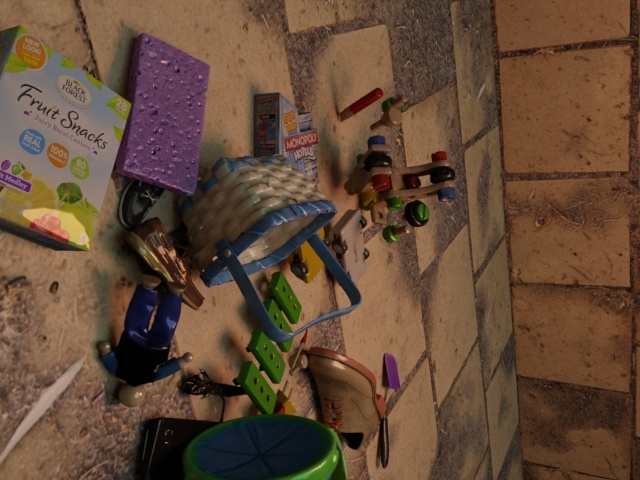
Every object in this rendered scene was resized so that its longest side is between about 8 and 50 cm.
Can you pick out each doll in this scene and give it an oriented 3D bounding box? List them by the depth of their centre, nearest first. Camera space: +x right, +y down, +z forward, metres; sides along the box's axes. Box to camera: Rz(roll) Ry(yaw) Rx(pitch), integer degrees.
[{"bbox_3d":[-0.240,0.148,0.895,0.129,0.046,0.189,17,97,-19],"label":"doll"}]

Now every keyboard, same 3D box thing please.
[{"bbox_3d":[-0.178,0.326,1.077,0.317,0.033,0.201,34,64,-57],"label":"keyboard"}]

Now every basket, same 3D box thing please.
[{"bbox_3d":[-0.069,0.011,1.019,0.289,0.201,0.255,54,27,15],"label":"basket"}]

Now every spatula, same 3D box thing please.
[{"bbox_3d":[0.182,0.452,1.705,0.084,0.030,0.296,25,70,-60],"label":"spatula"}]

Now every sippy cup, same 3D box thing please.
[{"bbox_3d":[-0.085,0.416,0.980,0.240,0.305,0.224,-150,-125,-74],"label":"sippy cup"}]

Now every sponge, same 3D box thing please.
[{"bbox_3d":[-0.223,-0.178,0.918,0.117,0.031,0.210,18,71,-43],"label":"sponge"}]

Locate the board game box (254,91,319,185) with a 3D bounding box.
[{"bbox_3d":[-0.061,-0.186,1.218,0.194,0.060,0.194,-30,118,-56],"label":"board game box"}]

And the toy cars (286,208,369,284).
[{"bbox_3d":[0.000,0.000,1.314,0.394,0.087,0.176,19,90,-63],"label":"toy cars"}]

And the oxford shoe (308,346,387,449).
[{"bbox_3d":[0.054,0.351,1.393,0.130,0.123,0.348,-63,141,-28],"label":"oxford shoe"}]

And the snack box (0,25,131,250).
[{"bbox_3d":[-0.329,-0.110,0.749,0.174,0.070,0.207,33,62,-55],"label":"snack box"}]

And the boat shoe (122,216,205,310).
[{"bbox_3d":[-0.215,0.037,0.944,0.060,0.064,0.178,-45,134,-17],"label":"boat shoe"}]

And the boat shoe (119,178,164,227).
[{"bbox_3d":[-0.247,-0.074,0.924,0.046,0.038,0.125,58,44,-44],"label":"boat shoe"}]

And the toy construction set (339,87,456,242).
[{"bbox_3d":[0.127,-0.160,1.447,0.257,0.237,0.309,-26,93,-40],"label":"toy construction set"}]

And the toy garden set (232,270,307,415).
[{"bbox_3d":[-0.084,0.216,1.187,0.244,0.049,0.204,-74,148,-43],"label":"toy garden set"}]
